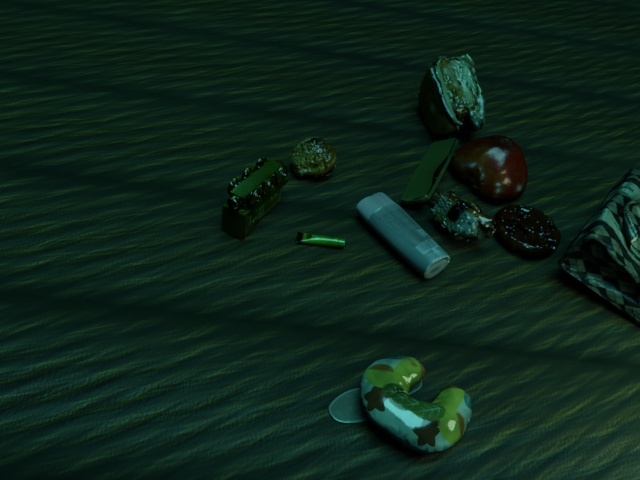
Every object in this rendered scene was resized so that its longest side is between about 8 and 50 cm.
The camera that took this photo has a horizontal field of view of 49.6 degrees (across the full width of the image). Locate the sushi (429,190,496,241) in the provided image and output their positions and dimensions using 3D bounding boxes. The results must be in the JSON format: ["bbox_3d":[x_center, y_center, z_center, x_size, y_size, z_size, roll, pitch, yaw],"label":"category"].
[{"bbox_3d":[0.364,-0.060,1.836,0.103,0.097,0.226,-11,35,-30],"label":"sushi"}]

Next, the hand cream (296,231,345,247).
[{"bbox_3d":[0.000,0.000,1.742,0.122,0.023,0.036,7,49,-1],"label":"hand cream"}]

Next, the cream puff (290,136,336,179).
[{"bbox_3d":[-0.021,-0.231,1.911,0.133,0.104,0.119,-12,57,-22],"label":"cream puff"}]

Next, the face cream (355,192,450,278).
[{"bbox_3d":[0.210,-0.019,1.774,0.107,0.073,0.269,-20,54,-35],"label":"face cream"}]

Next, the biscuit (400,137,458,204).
[{"bbox_3d":[0.316,-0.198,1.975,0.099,0.038,0.322,-10,33,35],"label":"biscuit"}]

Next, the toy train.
[{"bbox_3d":[-0.161,-0.115,1.740,0.090,0.137,0.225,26,42,18],"label":"toy train"}]

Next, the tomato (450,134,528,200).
[{"bbox_3d":[0.504,-0.231,2.004,0.200,0.139,0.233,-25,56,-40],"label":"tomato"}]

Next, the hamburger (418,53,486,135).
[{"bbox_3d":[0.404,-0.441,2.166,0.168,0.192,0.287,-9,74,-13],"label":"hamburger"}]

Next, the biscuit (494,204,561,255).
[{"bbox_3d":[0.560,-0.027,1.884,0.192,0.049,0.192,7,39,-6],"label":"biscuit"}]

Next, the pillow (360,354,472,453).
[{"bbox_3d":[0.192,0.332,1.426,0.233,0.086,0.214,32,37,18],"label":"pillow"}]

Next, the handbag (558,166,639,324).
[{"bbox_3d":[0.848,0.026,1.822,0.317,0.180,0.416,43,50,10],"label":"handbag"}]

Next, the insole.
[{"bbox_3d":[0.121,0.329,1.461,0.232,0.003,0.080,-17,53,-27],"label":"insole"}]
